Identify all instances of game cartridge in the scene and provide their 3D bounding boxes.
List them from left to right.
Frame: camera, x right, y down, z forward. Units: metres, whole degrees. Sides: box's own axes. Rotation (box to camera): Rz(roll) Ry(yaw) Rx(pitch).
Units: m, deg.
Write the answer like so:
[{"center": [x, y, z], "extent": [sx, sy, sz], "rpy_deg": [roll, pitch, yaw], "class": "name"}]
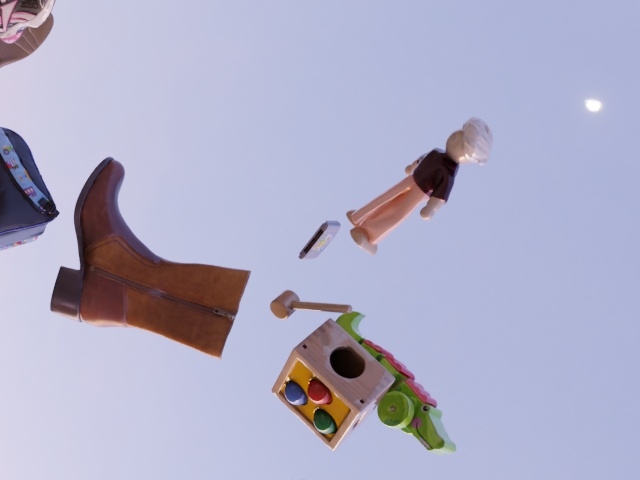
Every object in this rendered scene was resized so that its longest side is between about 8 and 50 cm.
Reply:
[{"center": [0.000, 0.000, 1.831], "extent": [0.017, 0.056, 0.083], "rpy_deg": [44, -70, 16], "class": "game cartridge"}]

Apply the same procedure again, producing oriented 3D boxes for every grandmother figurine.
[{"center": [0.202, -0.113, 2.091], "extent": [0.342, 0.104, 0.207], "rpy_deg": [-41, -142, 19], "class": "grandmother figurine"}]

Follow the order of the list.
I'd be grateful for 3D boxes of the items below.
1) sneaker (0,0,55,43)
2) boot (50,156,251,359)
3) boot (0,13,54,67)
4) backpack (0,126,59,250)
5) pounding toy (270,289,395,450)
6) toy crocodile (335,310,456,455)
[{"center": [-0.421, -0.329, 1.447], "extent": [0.178, 0.077, 0.072], "rpy_deg": [-25, -129, 42], "class": "sneaker"}, {"center": [-0.246, 0.024, 1.622], "extent": [0.096, 0.281, 0.264], "rpy_deg": [102, 1, -74], "class": "boot"}, {"center": [-0.688, -0.422, 2.166], "extent": [0.262, 0.095, 0.203], "rpy_deg": [-41, -132, -5], "class": "boot"}, {"center": [-0.502, -0.078, 1.604], "extent": [0.117, 0.158, 0.173], "rpy_deg": [-34, -102, 56], "class": "backpack"}, {"center": [-0.008, 0.164, 1.471], "extent": [0.206, 0.094, 0.181], "rpy_deg": [42, -38, 13], "class": "pounding toy"}, {"center": [0.132, 0.265, 1.948], "extent": [0.105, 0.115, 0.340], "rpy_deg": [-48, -128, 6], "class": "toy crocodile"}]
